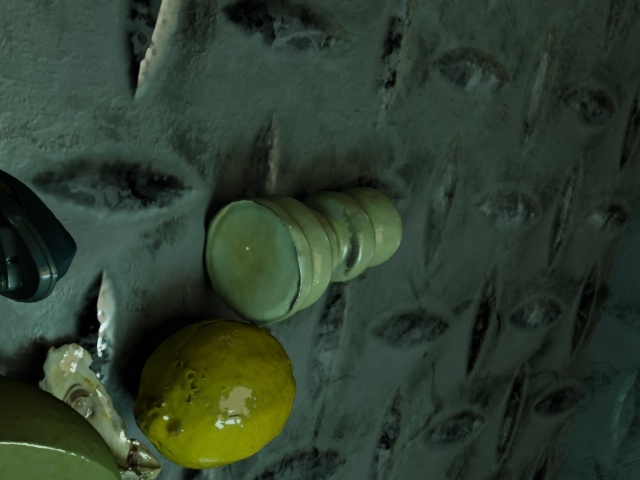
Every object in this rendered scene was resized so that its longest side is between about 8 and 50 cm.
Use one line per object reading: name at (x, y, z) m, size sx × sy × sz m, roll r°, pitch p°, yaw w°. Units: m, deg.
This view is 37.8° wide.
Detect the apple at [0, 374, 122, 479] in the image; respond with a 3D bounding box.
apple at (-0.409, 0.282, 0.948) m, size 0.360 × 0.311 × 0.320 m, roll 29°, pitch 71°, yaw -44°

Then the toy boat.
toy boat at (-0.338, -0.010, 0.909) m, size 0.122 × 0.296 × 0.114 m, roll -21°, pitch 121°, yaw -39°

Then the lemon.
lemon at (-0.144, 0.211, 1.295) m, size 0.260 × 0.204 × 0.204 m, roll -15°, pitch 116°, yaw -44°

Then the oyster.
oyster at (-0.304, 0.249, 1.202) m, size 0.161 × 0.107 × 0.233 m, roll -88°, pitch 154°, yaw -45°

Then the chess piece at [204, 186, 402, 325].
chess piece at (0.000, 0.000, 1.412) m, size 0.330 × 0.182 × 0.182 m, roll -18°, pitch 119°, yaw -51°
